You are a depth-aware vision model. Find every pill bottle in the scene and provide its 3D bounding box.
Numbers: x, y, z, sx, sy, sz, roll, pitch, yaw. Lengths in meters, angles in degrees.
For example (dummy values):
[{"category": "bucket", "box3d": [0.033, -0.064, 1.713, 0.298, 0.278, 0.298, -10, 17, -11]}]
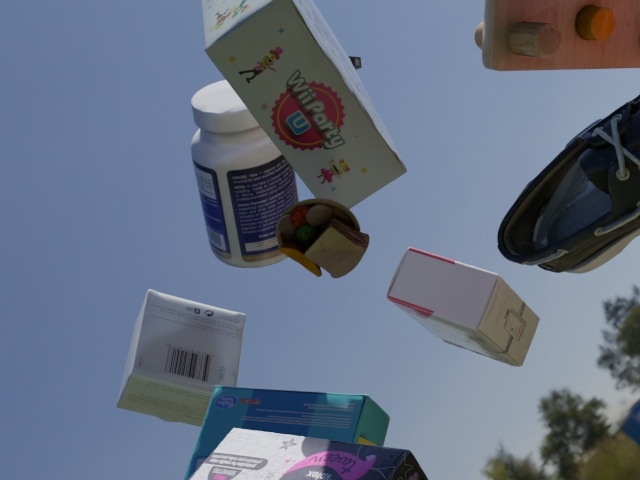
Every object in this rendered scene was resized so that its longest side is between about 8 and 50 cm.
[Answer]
[{"category": "pill bottle", "box3d": [-0.113, -0.103, 1.521, 0.153, 0.153, 0.264, -33, -48, -33]}]

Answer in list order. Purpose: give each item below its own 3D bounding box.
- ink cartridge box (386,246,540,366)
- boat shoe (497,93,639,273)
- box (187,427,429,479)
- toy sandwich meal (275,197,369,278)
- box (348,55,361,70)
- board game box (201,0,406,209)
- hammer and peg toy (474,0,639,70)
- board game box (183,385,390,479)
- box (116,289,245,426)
[{"category": "ink cartridge box", "box3d": [0.287, 0.136, 1.979, 0.283, 0.207, 0.117, 38, -107, -55]}, {"category": "boat shoe", "box3d": [0.273, -0.060, 0.911, 0.091, 0.114, 0.302, 2, -37, -26]}, {"category": "box", "box3d": [-0.019, 0.275, 0.893, 0.247, 0.142, 0.163, -4, 35, 47]}, {"category": "toy sandwich meal", "box3d": [0.000, 0.000, 0.905, 0.085, 0.086, 0.029, -59, 17, 33]}, {"category": "box", "box3d": [0.015, -0.280, 1.620, 0.067, 0.018, 0.083, 0, -8, -37]}, {"category": "board game box", "box3d": [-0.030, -0.193, 1.062, 0.098, 0.303, 0.224, -32, -61, 9]}, {"category": "hammer and peg toy", "box3d": [0.292, -0.369, 1.097, 0.266, 0.127, 0.361, -6, -74, -23]}, {"category": "board game box", "box3d": [-0.072, 0.363, 1.306, 0.079, 0.254, 0.336, 48, -130, -45]}, {"category": "box", "box3d": [-0.236, 0.205, 1.711, 0.119, 0.181, 0.181, 121, 160, -45]}]
